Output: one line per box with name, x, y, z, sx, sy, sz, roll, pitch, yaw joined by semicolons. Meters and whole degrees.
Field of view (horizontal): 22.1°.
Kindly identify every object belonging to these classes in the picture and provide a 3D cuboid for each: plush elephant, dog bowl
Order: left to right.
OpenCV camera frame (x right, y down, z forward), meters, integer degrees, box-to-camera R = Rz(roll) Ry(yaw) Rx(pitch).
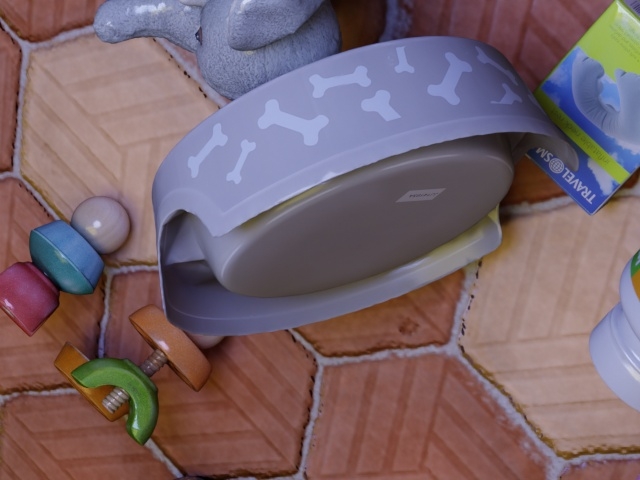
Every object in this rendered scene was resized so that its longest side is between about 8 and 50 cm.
plush elephant;-0.060;-0.208;1.325;0.330;0.255;0.272;17;143;13
dog bowl;0.026;-0.041;1.300;0.349;0.349;0.102;-35;68;37

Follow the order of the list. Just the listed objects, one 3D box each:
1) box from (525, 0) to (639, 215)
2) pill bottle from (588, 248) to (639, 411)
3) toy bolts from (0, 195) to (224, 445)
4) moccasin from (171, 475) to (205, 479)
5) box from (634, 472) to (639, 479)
box;0.233;-0.106;1.353;0.109;0.042;0.178;44;126;8
pill bottle;0.325;0.030;1.302;0.136;0.136;0.245;43;126;7
toy bolts;-0.213;0.069;1.674;0.228;0.158;0.218;47;168;-8
moccasin;-0.030;0.346;1.651;0.380;0.147;0.139;21;121;21
box;0.406;0.188;1.324;0.154;0.142;0.300;50;127;1
